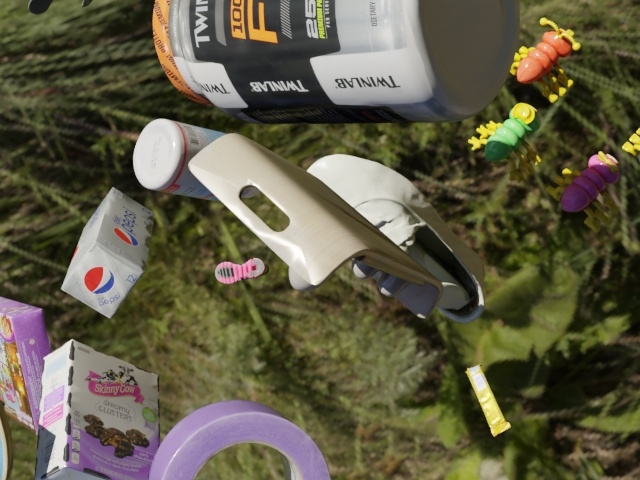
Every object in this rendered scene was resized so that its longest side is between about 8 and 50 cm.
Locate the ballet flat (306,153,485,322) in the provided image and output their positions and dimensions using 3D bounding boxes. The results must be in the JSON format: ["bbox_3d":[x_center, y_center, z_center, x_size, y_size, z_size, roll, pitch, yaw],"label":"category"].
[{"bbox_3d":[0.136,0.007,1.632,0.400,0.139,0.139,37,-177,-35],"label":"ballet flat"}]

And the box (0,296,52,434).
[{"bbox_3d":[-0.526,0.208,1.806,0.293,0.057,0.201,2,104,59],"label":"box"}]

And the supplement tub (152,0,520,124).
[{"bbox_3d":[0.005,-0.204,0.967,0.316,0.193,0.194,4,124,39],"label":"supplement tub"}]

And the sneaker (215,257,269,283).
[{"bbox_3d":[-0.159,0.065,2.162,0.057,0.119,0.047,12,-106,-65],"label":"sneaker"}]

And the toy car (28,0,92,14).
[{"bbox_3d":[-0.315,-0.377,1.334,0.149,0.155,0.188,45,133,26],"label":"toy car"}]

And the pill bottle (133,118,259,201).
[{"bbox_3d":[-0.146,-0.095,1.305,0.087,0.160,0.087,-8,78,42],"label":"pill bottle"}]

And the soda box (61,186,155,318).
[{"bbox_3d":[-0.336,0.014,1.683,0.091,0.098,0.286,34,-166,-16],"label":"soda box"}]

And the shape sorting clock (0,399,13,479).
[{"bbox_3d":[-0.310,0.121,0.749,0.206,0.040,0.206,12,123,20],"label":"shape sorting clock"}]

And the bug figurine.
[{"bbox_3d":[0.325,-0.143,1.308,0.279,0.216,0.072,38,170,19],"label":"bug figurine"}]

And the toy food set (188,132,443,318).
[{"bbox_3d":[0.000,0.000,1.230,0.219,0.092,0.306,42,-172,27],"label":"toy food set"}]

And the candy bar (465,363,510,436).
[{"bbox_3d":[0.340,0.322,2.142,0.018,0.040,0.161,45,-161,-51],"label":"candy bar"}]

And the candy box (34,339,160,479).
[{"bbox_3d":[-0.308,0.260,1.468,0.164,0.070,0.196,30,-141,-39],"label":"candy box"}]

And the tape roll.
[{"bbox_3d":[-0.088,0.272,1.130,0.189,0.189,0.080,65,165,-8],"label":"tape roll"}]
